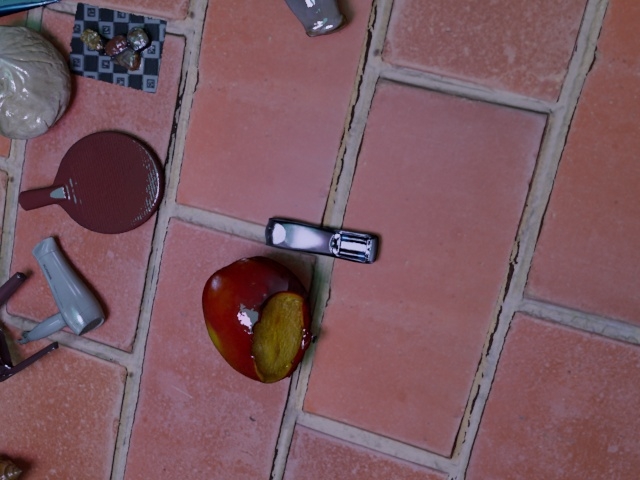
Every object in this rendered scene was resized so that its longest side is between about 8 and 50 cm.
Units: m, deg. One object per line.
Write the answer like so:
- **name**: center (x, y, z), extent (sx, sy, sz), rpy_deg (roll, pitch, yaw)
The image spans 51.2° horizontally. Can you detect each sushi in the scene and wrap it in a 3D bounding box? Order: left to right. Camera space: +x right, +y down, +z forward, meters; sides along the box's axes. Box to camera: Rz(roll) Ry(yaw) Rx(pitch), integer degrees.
- **sushi**: center (-0.396, -0.365, 1.259), extent (0.201, 0.031, 0.139), rpy_deg (15, 103, 12)

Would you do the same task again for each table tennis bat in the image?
- **table tennis bat**: center (-0.451, -0.105, 1.311), extent (0.311, 0.038, 0.200), rpy_deg (-9, 96, 15)

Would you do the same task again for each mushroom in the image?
- **mushroom**: center (-0.077, -0.494, 1.125), extent (0.109, 0.097, 0.351), rpy_deg (-40, 90, 17)

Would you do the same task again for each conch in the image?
- **conch**: center (-0.742, 0.534, 1.471), extent (0.331, 0.093, 0.109), rpy_deg (-24, 110, 37)

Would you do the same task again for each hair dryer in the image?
- **hair dryer**: center (-0.570, 0.137, 1.379), extent (0.237, 0.075, 0.206), rpy_deg (-39, 81, 25)

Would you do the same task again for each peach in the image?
- **peach**: center (-0.104, 0.142, 1.183), extent (0.196, 0.190, 0.226), rpy_deg (-31, 84, 7)

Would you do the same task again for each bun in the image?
- **bun**: center (-0.589, -0.295, 1.266), extent (0.221, 0.134, 0.220), rpy_deg (2, 98, 14)

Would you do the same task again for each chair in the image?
- **chair**: center (-0.716, 0.216, 1.335), extent (0.327, 0.176, 0.183), rpy_deg (-36, 67, 21)

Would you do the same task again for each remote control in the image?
- **remote control**: center (0.000, 0.000, 1.216), extent (0.212, 0.028, 0.059), rpy_deg (9, 102, 13)

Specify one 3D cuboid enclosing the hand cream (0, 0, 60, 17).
- **hand cream**: center (-0.632, -0.482, 1.296), extent (0.271, 0.061, 0.120), rpy_deg (-14, 90, 8)
